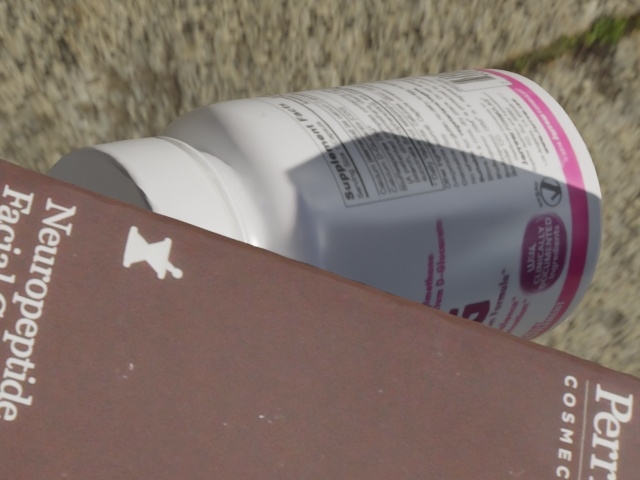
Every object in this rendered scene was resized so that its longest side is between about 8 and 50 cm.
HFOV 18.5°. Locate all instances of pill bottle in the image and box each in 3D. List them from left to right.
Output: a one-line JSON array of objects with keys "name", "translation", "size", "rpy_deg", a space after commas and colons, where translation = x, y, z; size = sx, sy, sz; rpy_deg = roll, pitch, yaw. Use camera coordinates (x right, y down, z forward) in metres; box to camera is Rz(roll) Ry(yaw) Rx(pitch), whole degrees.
[{"name": "pill bottle", "translation": [0.000, 0.000, 1.046], "size": [0.283, 0.160, 0.160], "rpy_deg": [-11, 78, -38]}]

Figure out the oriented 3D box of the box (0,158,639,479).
[{"name": "box", "translation": [-0.072, 0.103, 0.736], "size": [0.381, 0.143, 0.191], "rpy_deg": [19, 62, -19]}]
